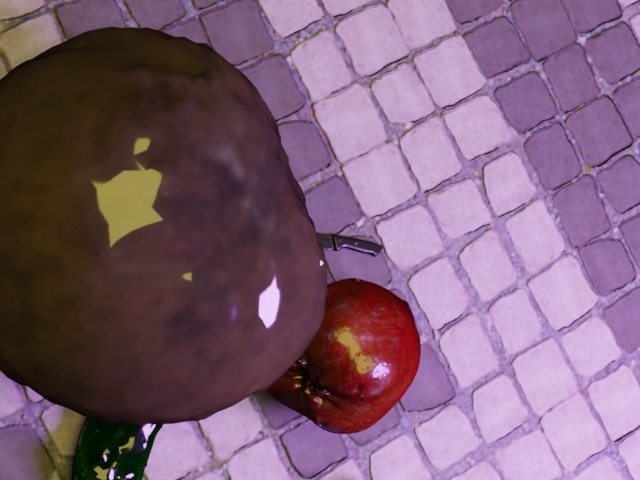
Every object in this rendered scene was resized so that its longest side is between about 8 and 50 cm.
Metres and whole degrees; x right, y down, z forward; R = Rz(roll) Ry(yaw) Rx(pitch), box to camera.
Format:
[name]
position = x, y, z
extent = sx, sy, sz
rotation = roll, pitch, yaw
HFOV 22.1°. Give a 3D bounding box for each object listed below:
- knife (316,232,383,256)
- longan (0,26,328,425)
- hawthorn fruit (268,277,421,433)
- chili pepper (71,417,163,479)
[knife]
position = 0.000, 0.000, 2.063
extent = 0.170, 0.010, 0.023
rotation = 11, 72, -19
[longan]
position = -0.211, -0.007, 1.785
extent = 0.404, 0.404, 0.435
rotation = -31, 109, -24
[hawthorn fruit]
position = 0.034, 0.126, 1.975
extent = 0.185, 0.185, 0.202
rotation = 56, 46, -6
[chili pepper]
position = -0.228, 0.223, 1.906
extent = 0.098, 0.061, 0.224
rotation = 20, 76, -11
